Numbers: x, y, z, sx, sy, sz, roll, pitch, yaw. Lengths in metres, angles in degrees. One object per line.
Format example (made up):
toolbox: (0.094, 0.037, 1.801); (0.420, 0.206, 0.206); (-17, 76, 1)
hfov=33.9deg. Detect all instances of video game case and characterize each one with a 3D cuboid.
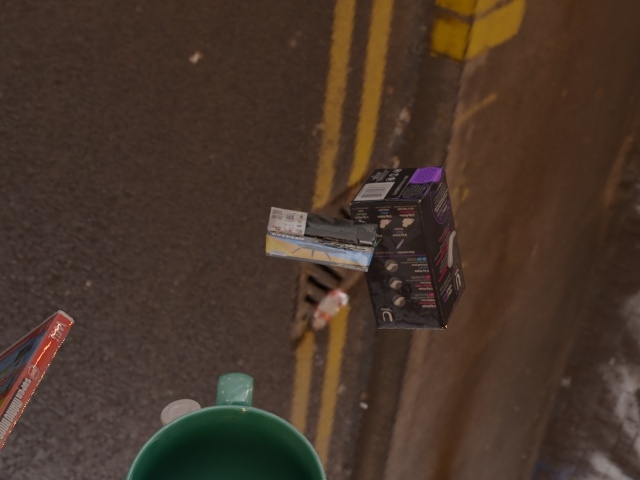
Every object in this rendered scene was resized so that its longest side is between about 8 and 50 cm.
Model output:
video game case: (-0.382, 0.216, 1.126); (0.204, 0.025, 0.285); (-33, -156, 35)

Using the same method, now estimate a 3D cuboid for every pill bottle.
pill bottle: (-0.214, 0.321, 1.697); (0.067, 0.067, 0.120); (-41, 131, -42)

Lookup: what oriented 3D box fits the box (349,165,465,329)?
box: (0.168, 0.014, 1.980); (0.165, 0.143, 0.270); (-51, 133, -54)

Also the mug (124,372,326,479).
mug: (-0.054, 0.180, 0.695); (0.158, 0.129, 0.097); (-47, 155, -37)

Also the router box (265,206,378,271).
router box: (0.000, 0.000, 1.750); (0.133, 0.179, 0.046); (99, 1, -71)
